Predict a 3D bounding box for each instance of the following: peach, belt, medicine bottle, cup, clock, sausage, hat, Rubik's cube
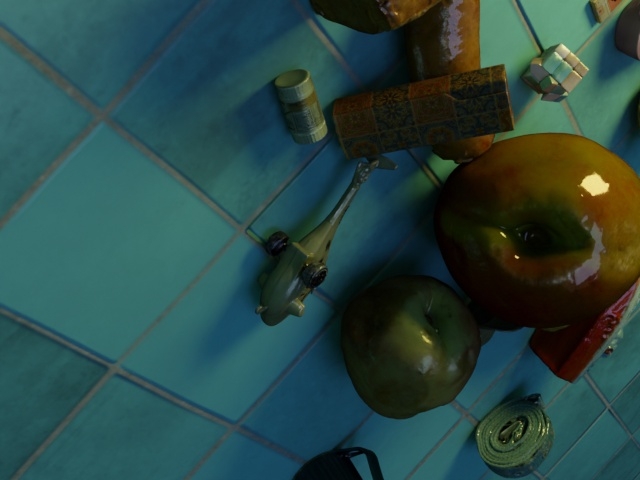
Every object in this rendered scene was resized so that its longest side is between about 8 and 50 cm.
[{"bbox_3d":[0.330,-0.023,1.014,0.332,0.307,0.308,-32,141,-60],"label":"peach"},{"bbox_3d":[0.413,0.420,1.441,0.163,0.148,0.082,-22,137,15],"label":"belt"},{"bbox_3d":[-0.023,-0.165,0.847,0.047,0.047,0.083,-32,131,-14],"label":"medicine bottle"},{"bbox_3d":[0.050,0.461,1.210,0.131,0.155,0.176,30,100,-42],"label":"cup"},{"bbox_3d":[0.546,-0.367,1.101,0.152,0.050,0.110,-31,130,-15],"label":"clock"},{"bbox_3d":[0.168,-0.229,0.903,0.109,0.109,0.271,-30,131,-15],"label":"sausage"},{"bbox_3d":[0.125,0.170,1.065,0.214,0.214,0.235,2,138,-35],"label":"peach"},{"bbox_3d":[0.283,0.156,1.173,0.166,0.173,0.144,-22,121,-19],"label":"hat"},{"bbox_3d":[0.347,-0.245,1.025,0.073,0.075,0.084,-50,171,3],"label":"Rubik's cube"}]

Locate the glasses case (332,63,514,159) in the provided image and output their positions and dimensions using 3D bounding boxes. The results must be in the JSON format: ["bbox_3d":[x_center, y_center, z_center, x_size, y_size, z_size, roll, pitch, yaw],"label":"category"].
[{"bbox_3d":[0.129,-0.158,0.866,0.218,0.049,0.075,-8,134,19],"label":"glasses case"}]

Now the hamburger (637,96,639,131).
[{"bbox_3d":[0.631,-0.219,1.204,0.159,0.131,0.185,5,121,-45],"label":"hamburger"}]

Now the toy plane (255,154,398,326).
[{"bbox_3d":[0.000,0.000,0.944,0.286,0.092,0.108,-60,153,12],"label":"toy plane"}]

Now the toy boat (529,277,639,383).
[{"bbox_3d":[0.557,0.123,1.343,0.133,0.145,0.332,10,116,-26],"label":"toy boat"}]

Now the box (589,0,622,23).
[{"bbox_3d":[0.453,-0.382,1.054,0.083,0.012,0.046,-47,134,-2],"label":"box"}]

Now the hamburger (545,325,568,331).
[{"bbox_3d":[0.437,0.089,1.265,0.162,0.115,0.162,-16,127,-23],"label":"hamburger"}]

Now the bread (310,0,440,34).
[{"bbox_3d":[0.059,-0.323,0.733,0.149,0.158,0.143,-33,132,-7],"label":"bread"}]
